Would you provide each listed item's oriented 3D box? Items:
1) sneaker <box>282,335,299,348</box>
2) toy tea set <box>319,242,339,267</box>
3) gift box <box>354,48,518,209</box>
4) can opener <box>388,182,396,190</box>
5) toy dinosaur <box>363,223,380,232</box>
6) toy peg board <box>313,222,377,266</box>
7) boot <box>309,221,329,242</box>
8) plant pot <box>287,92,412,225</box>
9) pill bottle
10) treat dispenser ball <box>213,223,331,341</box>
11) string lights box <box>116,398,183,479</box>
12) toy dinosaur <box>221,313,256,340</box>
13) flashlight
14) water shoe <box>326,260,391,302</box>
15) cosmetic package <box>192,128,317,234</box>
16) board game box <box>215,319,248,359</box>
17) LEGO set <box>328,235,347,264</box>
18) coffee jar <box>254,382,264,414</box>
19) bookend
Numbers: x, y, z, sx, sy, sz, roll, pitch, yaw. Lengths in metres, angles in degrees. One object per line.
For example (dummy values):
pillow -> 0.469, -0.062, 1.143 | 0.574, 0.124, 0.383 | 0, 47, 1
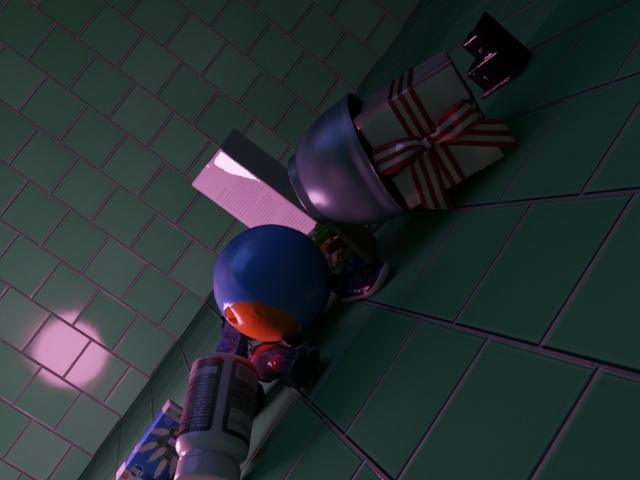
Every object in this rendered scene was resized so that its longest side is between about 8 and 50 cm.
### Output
sneaker -> -0.086, 0.234, 1.846 | 0.071, 0.066, 0.188 | -54, 12, -7
toy tea set -> -0.078, 0.136, 1.938 | 0.336, 0.124, 0.200 | -43, -23, 6
gift box -> 0.246, -0.226, 1.473 | 0.255, 0.276, 0.258 | -35, 14, 20
can opener -> 0.261, -0.188, 1.698 | 0.280, 0.074, 0.093 | -51, -3, 0
toy dinosaur -> 0.179, -0.096, 1.804 | 0.268, 0.064, 0.118 | -45, 7, 20
toy peg board -> 0.056, -0.002, 1.725 | 0.079, 0.160, 0.161 | -42, 14, 19
boot -> 0.000, 0.000, 2.214 | 0.161, 0.083, 0.246 | -57, 4, 19
plant pot -> 0.051, -0.152, 1.559 | 0.196, 0.293, 0.293 | -26, 21, 19
pill bottle -> -0.232, 0.409, 1.559 | 0.161, 0.161, 0.283 | -43, 31, 42
treat dispenser ball -> -0.117, 0.102, 1.714 | 0.288, 0.288, 0.288 | -50, 12, 15
string lights box -> -0.466, 0.615, 2.049 | 0.259, 0.133, 0.077 | -56, 12, -10
toy dinosaur -> -0.241, 0.272, 2.266 | 0.218, 0.164, 0.322 | 115, 170, -74
flashlight -> -0.089, 0.294, 1.625 | 0.103, 0.103, 0.304 | -17, 4, -21
water shoe -> 0.081, 0.087, 1.585 | 0.203, 0.080, 0.073 | -38, 20, 53
cosmetic package -> -0.225, -0.179, 2.639 | 0.230, 0.453, 0.161 | -43, 15, 38
board game box -> -0.255, 0.336, 1.982 | 0.194, 0.060, 0.194 | -72, -14, -61
LEGO set -> 0.097, -0.071, 1.931 | 0.107, 0.132, 0.287 | -10, 41, 33
coffee jar -> -0.218, 0.430, 1.757 | 0.184, 0.079, 0.096 | -48, 13, 24
bookend -> 0.402, -0.451, 1.716 | 0.072, 0.157, 0.156 | -58, 13, -25
